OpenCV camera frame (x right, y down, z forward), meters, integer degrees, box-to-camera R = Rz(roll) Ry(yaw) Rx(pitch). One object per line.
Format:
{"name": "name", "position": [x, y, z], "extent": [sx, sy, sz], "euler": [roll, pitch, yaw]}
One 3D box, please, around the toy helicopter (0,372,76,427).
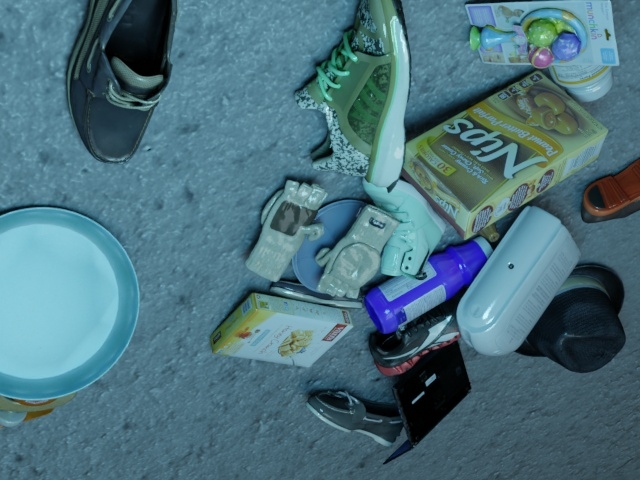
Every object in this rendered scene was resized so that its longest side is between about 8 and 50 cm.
{"name": "toy helicopter", "position": [-0.617, 0.270, 1.558], "extent": [0.355, 0.140, 0.235], "euler": [-5, 140, -8]}

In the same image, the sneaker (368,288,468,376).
{"name": "sneaker", "position": [0.219, 0.186, 1.882], "extent": [0.276, 0.097, 0.135], "euler": [-34, 137, 7]}

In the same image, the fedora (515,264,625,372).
{"name": "fedora", "position": [0.612, 0.212, 2.058], "extent": [0.334, 0.152, 0.334], "euler": [-14, 133, -15]}

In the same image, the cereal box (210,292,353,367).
{"name": "cereal box", "position": [-0.077, 0.185, 1.749], "extent": [0.240, 0.047, 0.173], "euler": [14, 136, -34]}

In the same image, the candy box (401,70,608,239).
{"name": "candy box", "position": [0.319, -0.155, 1.518], "extent": [0.317, 0.183, 0.087], "euler": [-30, 150, -19]}

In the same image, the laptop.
{"name": "laptop", "position": [0.233, 0.376, 2.047], "extent": [0.234, 0.137, 0.264], "euler": [-36, 118, -34]}

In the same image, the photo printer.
{"name": "photo printer", "position": [0.408, 0.101, 1.805], "extent": [0.307, 0.107, 0.256], "euler": [-56, 150, 1]}

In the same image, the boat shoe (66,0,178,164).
{"name": "boat shoe", "position": [-0.282, -0.250, 1.232], "extent": [0.132, 0.130, 0.355], "euler": [-2, 129, -24]}

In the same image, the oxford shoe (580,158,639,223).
{"name": "oxford shoe", "position": [0.683, -0.111, 1.869], "extent": [0.272, 0.096, 0.098], "euler": [-18, 154, -5]}

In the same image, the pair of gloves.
{"name": "pair of gloves", "position": [0.000, 0.000, 1.588], "extent": [0.240, 0.042, 0.204], "euler": [19, 113, -12]}

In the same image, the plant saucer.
{"name": "plant saucer", "position": [-0.459, 0.102, 1.425], "extent": [0.318, 0.044, 0.317], "euler": [-2, 96, -26]}

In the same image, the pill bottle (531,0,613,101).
{"name": "pill bottle", "position": [0.447, -0.342, 1.515], "extent": [0.118, 0.117, 0.208], "euler": [-34, 134, 5]}

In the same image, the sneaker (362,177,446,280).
{"name": "sneaker", "position": [0.144, -0.016, 1.629], "extent": [0.256, 0.094, 0.151], "euler": [39, 70, -45]}

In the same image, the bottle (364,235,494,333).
{"name": "bottle", "position": [0.228, 0.087, 1.794], "extent": [0.283, 0.092, 0.118], "euler": [-30, 157, -7]}

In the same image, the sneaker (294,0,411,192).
{"name": "sneaker", "position": [0.048, -0.253, 1.398], "extent": [0.182, 0.158, 0.410], "euler": [-2, 127, -2]}

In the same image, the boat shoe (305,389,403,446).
{"name": "boat shoe", "position": [0.088, 0.391, 2.005], "extent": [0.335, 0.112, 0.095], "euler": [32, 93, -47]}

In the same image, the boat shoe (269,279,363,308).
{"name": "boat shoe", "position": [-0.006, 0.094, 1.735], "extent": [0.206, 0.075, 0.064], "euler": [12, 80, -27]}

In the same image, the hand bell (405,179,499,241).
{"name": "hand bell", "position": [0.254, -0.078, 1.566], "extent": [0.126, 0.242, 0.126], "euler": [-14, 134, -15]}

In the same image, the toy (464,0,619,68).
{"name": "toy", "position": [0.357, -0.325, 1.422], "extent": [0.056, 0.237, 0.137], "euler": [-62, 144, -25]}

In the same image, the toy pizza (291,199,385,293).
{"name": "toy pizza", "position": [0.034, 0.010, 1.669], "extent": [0.201, 0.032, 0.201], "euler": [-12, 121, -22]}
